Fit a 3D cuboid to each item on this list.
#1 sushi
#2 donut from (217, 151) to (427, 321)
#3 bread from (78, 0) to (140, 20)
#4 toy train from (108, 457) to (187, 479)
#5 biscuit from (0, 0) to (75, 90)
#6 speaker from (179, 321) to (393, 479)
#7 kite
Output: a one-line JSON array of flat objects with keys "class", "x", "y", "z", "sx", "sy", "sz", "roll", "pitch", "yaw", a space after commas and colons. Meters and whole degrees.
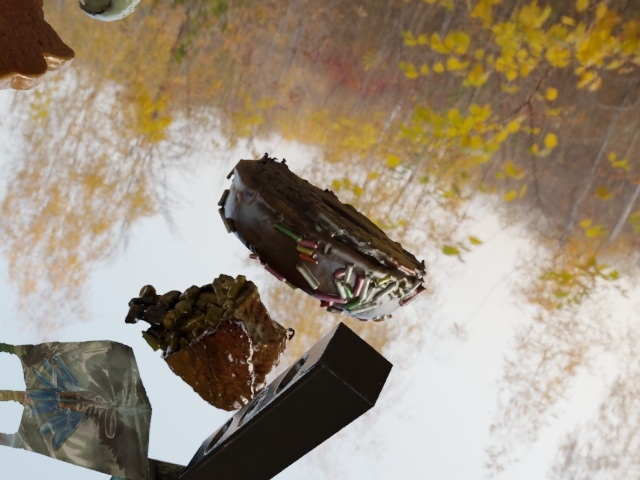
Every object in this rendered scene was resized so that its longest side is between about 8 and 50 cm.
[{"class": "sushi", "x": -0.144, "y": 0.116, "z": 1.066, "sx": 0.179, "sy": 0.167, "sz": 0.296, "roll": 57, "pitch": -172, "yaw": -15}, {"class": "donut", "x": 0.000, "y": 0.000, "z": 0.940, "sx": 0.270, "sy": 0.103, "sz": 0.269, "roll": 35, "pitch": -171, "yaw": -6}, {"class": "bread", "x": -0.180, "y": -0.325, "z": 0.766, "sx": 0.064, "sy": 0.232, "sz": 0.172, "roll": -6, "pitch": -119, "yaw": -44}, {"class": "toy train", "x": -0.234, "y": 0.399, "z": 1.161, "sx": 0.198, "sy": 0.154, "sz": 0.107, "roll": 22, "pitch": -155, "yaw": -27}, {"class": "biscuit", "x": -0.333, "y": -0.206, "z": 0.769, "sx": 0.183, "sy": 0.043, "sz": 0.280, "roll": 33, "pitch": -145, "yaw": -22}, {"class": "speaker", "x": -0.028, "y": 0.125, "z": 0.533, "sx": 0.046, "sy": 0.191, "sz": 0.040, "roll": 40, "pitch": -140, "yaw": -6}, {"class": "kite", "x": -0.307, "y": 0.154, "z": 0.836, "sx": 0.310, "sy": 0.015, "sz": 0.169, "roll": 25, "pitch": -138, "yaw": -40}]
